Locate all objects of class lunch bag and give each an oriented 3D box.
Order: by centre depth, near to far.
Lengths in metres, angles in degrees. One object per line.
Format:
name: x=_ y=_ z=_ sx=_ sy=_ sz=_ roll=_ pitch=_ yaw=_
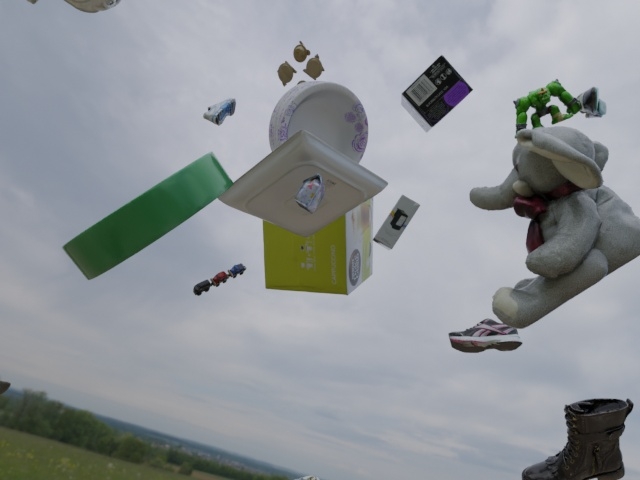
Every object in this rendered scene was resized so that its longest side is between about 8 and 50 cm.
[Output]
lunch bag: x=-0.021 y=-0.116 z=1.144 sx=0.053 sy=0.083 sz=0.071 roll=33 pitch=-3 yaw=13

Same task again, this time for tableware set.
tableware set: x=-0.065 y=-0.552 z=1.549 sx=0.141 sy=0.020 sz=0.169 roll=52 pitch=-52 yaw=9

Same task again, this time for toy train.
toy train: x=-0.264 y=0.099 z=1.256 sx=0.027 sy=0.158 sz=0.036 roll=46 pitch=-36 yaw=26

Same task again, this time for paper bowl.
paper bowl: x=-0.014 y=-0.311 z=1.372 sx=0.284 sy=0.284 sz=0.148 roll=35 pitch=-1 yaw=-32

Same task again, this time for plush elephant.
plush elephant: x=0.359 y=-0.055 z=0.737 sx=0.330 sy=0.256 sz=0.271 roll=-43 pitch=-20 yaw=30

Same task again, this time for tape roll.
tape roll: x=-0.317 y=-0.051 z=0.896 sx=0.321 sy=0.321 sz=0.077 roll=-19 pitch=-70 yaw=46

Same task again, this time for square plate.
square plate: x=-0.045 y=-0.123 z=1.298 sx=0.343 sy=0.049 sz=0.347 roll=-30 pitch=-36 yaw=35

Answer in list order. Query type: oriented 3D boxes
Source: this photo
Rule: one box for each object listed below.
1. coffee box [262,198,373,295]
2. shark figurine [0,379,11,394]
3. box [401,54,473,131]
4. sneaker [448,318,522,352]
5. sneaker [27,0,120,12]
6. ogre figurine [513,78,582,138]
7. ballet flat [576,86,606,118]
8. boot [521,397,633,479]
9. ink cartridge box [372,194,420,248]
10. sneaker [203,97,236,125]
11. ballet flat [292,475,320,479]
coffee box: x=0.000 y=0.000 z=1.841 sx=0.337 sy=0.339 sz=0.334 roll=3 pitch=10 yaw=22
shark figurine: x=-0.430 y=0.178 z=0.550 sx=0.116 sy=0.166 sz=0.278 roll=-1 pitch=-39 yaw=-28
box: x=0.364 y=-0.460 z=1.528 sx=0.143 sy=0.165 sz=0.270 roll=48 pitch=12 yaw=0
sneaker: x=0.413 y=0.238 z=1.212 sx=0.178 sy=0.077 sz=0.072 roll=0 pitch=-38 yaw=4
sneaker: x=-0.268 y=-0.356 z=0.608 sx=0.291 sy=0.110 sz=0.119 roll=8 pitch=-53 yaw=7
ogre figurine: x=0.643 y=-0.383 z=1.380 sx=0.196 sy=0.097 sz=0.118 roll=-24 pitch=-83 yaw=25
ballet flat: x=0.801 y=-0.405 z=1.419 sx=0.074 sy=0.074 sz=0.203 roll=-9 pitch=-7 yaw=37
boot: x=0.591 y=0.470 z=1.112 sx=0.262 sy=0.091 sz=0.229 roll=-16 pitch=-66 yaw=4
ink cartridge box: x=0.254 y=-0.059 z=1.609 sx=0.072 sy=0.175 sz=0.127 roll=33 pitch=-1 yaw=6
sneaker: x=-0.401 y=-0.522 z=1.886 sx=0.082 sy=0.191 sz=0.072 roll=16 pitch=-52 yaw=11
ballet flat: x=-0.038 y=0.858 z=1.656 sx=0.077 sy=0.079 sz=0.221 roll=52 pitch=-28 yaw=5
